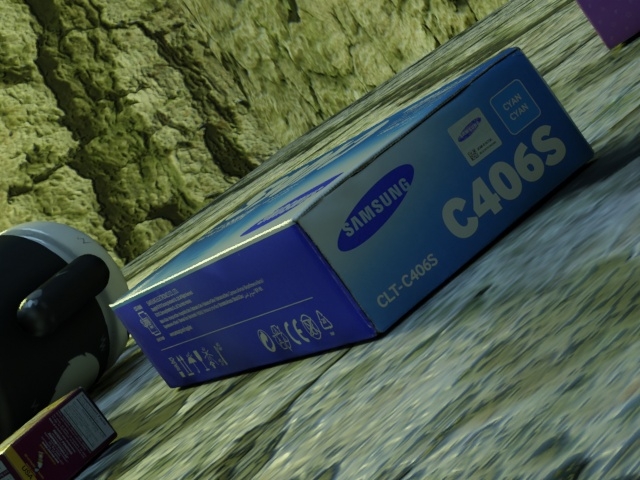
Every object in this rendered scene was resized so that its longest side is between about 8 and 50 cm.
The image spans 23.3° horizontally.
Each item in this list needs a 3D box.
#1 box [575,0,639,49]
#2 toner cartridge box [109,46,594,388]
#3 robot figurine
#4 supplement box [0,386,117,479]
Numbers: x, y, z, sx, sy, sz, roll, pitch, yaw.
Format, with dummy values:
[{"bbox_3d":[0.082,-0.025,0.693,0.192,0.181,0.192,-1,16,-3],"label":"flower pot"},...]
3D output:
[{"bbox_3d":[0.314,-0.255,1.270,0.201,0.057,0.293,-33,6,21],"label":"box"},{"bbox_3d":[0.000,0.000,0.926,0.165,0.075,0.348,-39,7,-24],"label":"toner cartridge box"},{"bbox_3d":[-0.290,0.097,1.401,0.209,0.174,0.278,10,32,29],"label":"robot figurine"},{"bbox_3d":[-0.181,0.140,1.005,0.055,0.043,0.083,-33,5,39],"label":"supplement box"}]
